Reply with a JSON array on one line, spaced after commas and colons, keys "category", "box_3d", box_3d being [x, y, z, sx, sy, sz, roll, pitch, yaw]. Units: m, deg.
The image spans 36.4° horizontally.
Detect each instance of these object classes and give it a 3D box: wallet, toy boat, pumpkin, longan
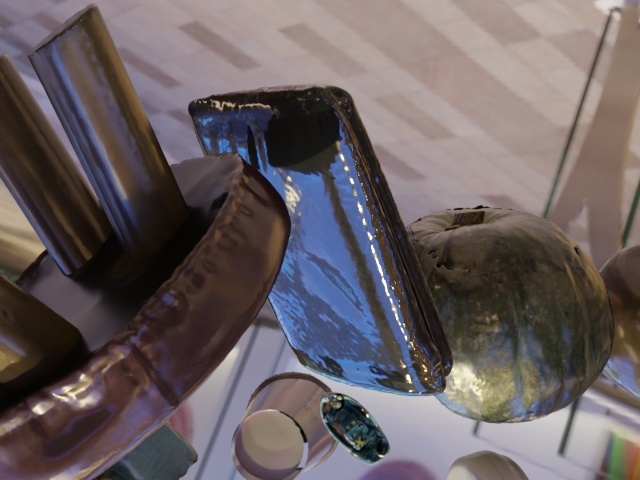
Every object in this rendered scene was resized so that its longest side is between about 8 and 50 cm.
[{"category": "wallet", "box_3d": [0.000, 0.000, 0.708, 0.168, 0.052, 0.245, 5, 125, 46]}, {"category": "toy boat", "box_3d": [0.045, 0.257, 1.345, 0.137, 0.060, 0.061, 52, 177, -17]}, {"category": "pumpkin", "box_3d": [0.210, 0.086, 1.269, 0.291, 0.257, 0.327, -12, -167, -24]}, {"category": "longan", "box_3d": [0.588, 0.143, 1.573, 0.350, 0.288, 0.288, 19, 168, 41]}]

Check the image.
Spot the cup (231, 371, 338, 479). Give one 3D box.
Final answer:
[{"category": "cup", "box_3d": [-0.070, 0.352, 1.771, 0.203, 0.203, 0.288, 20, -179, 6]}]

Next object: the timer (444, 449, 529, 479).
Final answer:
[{"category": "timer", "box_3d": [0.228, 0.403, 1.217, 0.087, 0.237, 0.262, -10, 137, -18]}]

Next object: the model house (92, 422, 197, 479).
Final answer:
[{"category": "model house", "box_3d": [-0.414, 0.290, 1.509, 0.295, 0.252, 0.329, -14, 116, 46]}]

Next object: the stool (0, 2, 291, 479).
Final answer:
[{"category": "stool", "box_3d": [-0.170, 0.008, 0.571, 0.178, 0.272, 0.272, 50, 154, -23]}]
